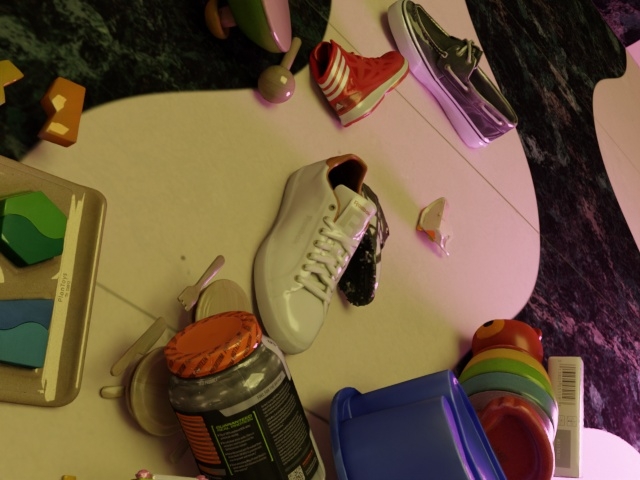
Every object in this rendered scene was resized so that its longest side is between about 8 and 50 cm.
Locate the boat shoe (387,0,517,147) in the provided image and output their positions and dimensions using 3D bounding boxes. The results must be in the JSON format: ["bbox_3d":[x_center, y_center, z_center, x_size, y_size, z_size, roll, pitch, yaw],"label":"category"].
[{"bbox_3d":[0.261,-0.333,1.455,0.335,0.119,0.121,48,40,-21],"label":"boat shoe"}]

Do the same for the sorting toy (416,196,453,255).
[{"bbox_3d":[0.200,-0.016,1.271,0.075,0.044,0.083,53,38,-27],"label":"sorting toy"}]

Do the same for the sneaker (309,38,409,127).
[{"bbox_3d":[0.063,-0.286,1.223,0.128,0.087,0.221,53,38,-17],"label":"sneaker"}]

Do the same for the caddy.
[{"bbox_3d":[0.121,0.318,0.880,0.341,0.179,0.241,65,15,1],"label":"caddy"}]

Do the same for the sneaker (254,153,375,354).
[{"bbox_3d":[0.000,0.000,0.956,0.106,0.123,0.290,37,46,-34],"label":"sneaker"}]

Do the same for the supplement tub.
[{"bbox_3d":[-0.075,0.172,0.737,0.117,0.117,0.190,-43,121,-51],"label":"supplement tub"}]

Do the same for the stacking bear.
[{"bbox_3d":[0.271,0.223,1.133,0.164,0.175,0.289,51,32,-14],"label":"stacking bear"}]

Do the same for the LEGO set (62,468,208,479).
[{"bbox_3d":[-0.182,0.251,0.607,0.287,0.107,0.132,-6,75,-51],"label":"LEGO set"}]

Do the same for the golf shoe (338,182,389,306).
[{"bbox_3d":[0.067,0.001,1.072,0.094,0.077,0.198,19,57,-43],"label":"golf shoe"}]

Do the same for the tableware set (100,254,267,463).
[{"bbox_3d":[-0.138,0.118,0.792,0.194,0.039,0.128,-52,126,-44],"label":"tableware set"}]

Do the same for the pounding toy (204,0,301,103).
[{"bbox_3d":[-0.108,-0.317,1.045,0.183,0.110,0.237,-88,165,-47],"label":"pounding toy"}]

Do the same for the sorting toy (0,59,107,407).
[{"bbox_3d":[-0.289,-0.025,0.651,0.229,0.041,0.307,20,65,-42],"label":"sorting toy"}]

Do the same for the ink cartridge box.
[{"bbox_3d":[0.407,0.292,1.243,0.224,0.056,0.181,32,59,-61],"label":"ink cartridge box"}]
